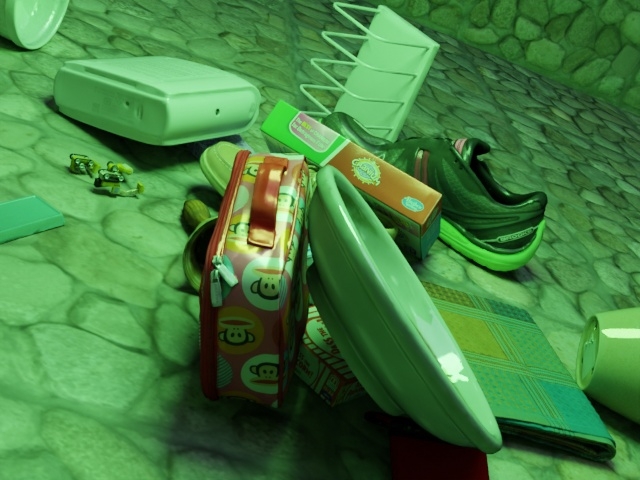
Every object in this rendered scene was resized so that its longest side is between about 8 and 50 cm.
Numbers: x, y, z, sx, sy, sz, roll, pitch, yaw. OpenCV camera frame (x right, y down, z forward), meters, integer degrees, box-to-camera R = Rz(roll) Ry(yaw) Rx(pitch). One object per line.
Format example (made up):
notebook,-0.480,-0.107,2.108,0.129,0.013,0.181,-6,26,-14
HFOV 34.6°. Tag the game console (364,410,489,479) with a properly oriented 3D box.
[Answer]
game console,0.133,0.275,1.296,0.144,0.085,0.124,15,-5,-24

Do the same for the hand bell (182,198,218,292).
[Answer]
hand bell,-0.165,-0.015,1.519,0.126,0.126,0.242,14,14,-24

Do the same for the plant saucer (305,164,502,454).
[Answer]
plant saucer,0.078,0.099,1.255,0.400,0.100,0.400,57,7,-11

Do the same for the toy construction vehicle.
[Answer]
toy construction vehicle,-0.330,-0.099,1.585,0.098,0.035,0.086,6,19,-42

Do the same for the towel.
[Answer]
towel,0.275,0.188,1.585,0.271,0.040,0.370,17,23,-21

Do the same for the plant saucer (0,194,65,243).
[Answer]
plant saucer,-0.422,-0.026,1.360,0.067,0.018,0.192,33,26,17

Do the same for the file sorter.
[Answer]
file sorter,0.080,-0.338,2.166,0.173,0.277,0.193,-1,35,-43

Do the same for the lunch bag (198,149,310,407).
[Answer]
lunch bag,-0.072,0.027,1.246,0.120,0.258,0.293,6,37,2

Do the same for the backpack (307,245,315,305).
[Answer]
backpack,-0.014,0.038,1.519,0.114,0.105,0.084,17,24,-8

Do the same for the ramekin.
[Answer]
ramekin,-0.558,-0.469,1.908,0.109,0.207,0.207,20,23,9

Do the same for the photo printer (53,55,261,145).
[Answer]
photo printer,-0.271,-0.252,1.807,0.256,0.107,0.307,19,20,24

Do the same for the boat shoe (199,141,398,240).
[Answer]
boat shoe,-0.033,-0.077,1.681,0.341,0.110,0.121,30,33,-5

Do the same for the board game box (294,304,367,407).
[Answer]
board game box,0.031,0.148,1.413,0.147,0.045,0.193,39,27,27

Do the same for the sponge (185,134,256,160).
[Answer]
sponge,-0.149,-0.130,1.818,0.117,0.031,0.210,3,33,-39

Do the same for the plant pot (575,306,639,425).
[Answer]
plant pot,0.553,0.204,1.616,0.274,0.256,0.256,10,25,0

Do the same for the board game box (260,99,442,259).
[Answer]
board game box,0.058,-0.098,1.770,0.316,0.064,0.242,32,-9,12

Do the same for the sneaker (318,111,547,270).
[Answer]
sneaker,0.217,-0.132,1.970,0.483,0.202,0.185,29,23,6
